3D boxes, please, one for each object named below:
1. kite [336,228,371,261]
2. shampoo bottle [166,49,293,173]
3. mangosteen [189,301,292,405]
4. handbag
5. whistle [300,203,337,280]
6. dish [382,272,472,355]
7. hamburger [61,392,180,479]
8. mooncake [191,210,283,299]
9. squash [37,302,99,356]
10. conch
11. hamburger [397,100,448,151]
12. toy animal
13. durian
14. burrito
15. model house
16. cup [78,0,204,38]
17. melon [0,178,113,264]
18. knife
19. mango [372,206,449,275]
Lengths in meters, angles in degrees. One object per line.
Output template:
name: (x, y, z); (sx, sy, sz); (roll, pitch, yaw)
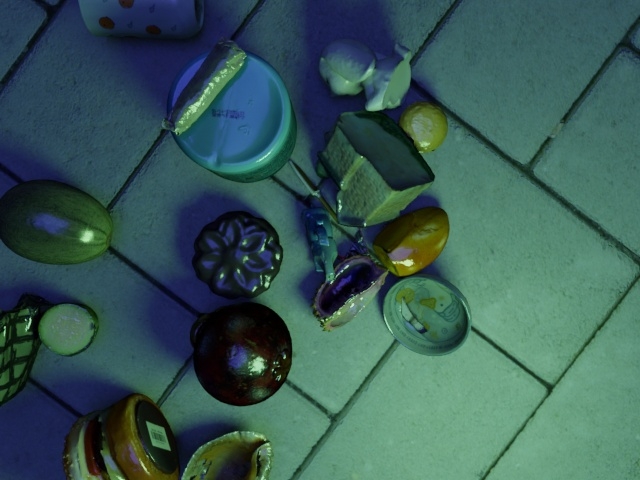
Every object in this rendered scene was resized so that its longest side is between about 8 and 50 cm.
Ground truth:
kite: (0.106, 0.071, 1.664); (0.189, 0.009, 0.232); (27, 91, 0)
shampoo bottle: (-0.237, -0.339, 1.482); (0.331, 0.343, 0.331); (0, 93, 0)
mangosteen: (-0.253, 0.330, 1.547); (0.359, 0.306, 0.306); (7, 92, 31)
handbag: (-0.955, 0.337, 1.510); (0.162, 0.325, 0.327); (26, 92, -3)
whistle: (0.000, 0.000, 1.586); (0.093, 0.180, 0.269); (-6, 58, -9)
dish: (0.343, 0.211, 1.614); (0.273, 0.134, 0.273); (11, 115, 25)
hamburger: (-0.585, 0.636, 1.528); (0.250, 0.330, 0.330); (-28, 92, -4)
mooncake: (-0.255, 0.049, 1.599); (0.283, 0.141, 0.283); (0, 92, 2)
squash: (-0.768, 0.268, 1.610); (0.170, 0.123, 0.170); (0, 92, -1)
conch: (-0.277, 0.752, 1.601); (0.297, 0.210, 0.352); (30, 71, -1)
hamburger: (0.313, -0.349, 1.596); (0.162, 0.115, 0.162); (0, 93, -3)
toy animal: (0.123, -0.511, 1.552); (0.265, 0.271, 0.206); (26, 117, 20)
durian: (0.091, 0.170, 1.603); (0.260, 0.154, 0.186); (-30, 130, -4)
burrito: (-0.292, -0.376, 1.281); (0.082, 0.059, 0.275); (38, 92, 6)
model house: (0.127, -0.191, 1.547); (0.298, 0.243, 0.284); (57, 135, 18)
cup: (-0.518, -0.710, 1.535); (0.317, 0.212, 0.212); (3, 92, -2)
melon: (-0.789, -0.050, 1.540); (0.329, 0.248, 0.249); (15, 92, -4)
knife: (-0.016, -0.154, 1.619); (0.022, 0.046, 0.256); (-43, 79, 29)
mango: (0.298, -0.007, 1.589); (0.257, 0.187, 0.138); (-32, 125, -9)
